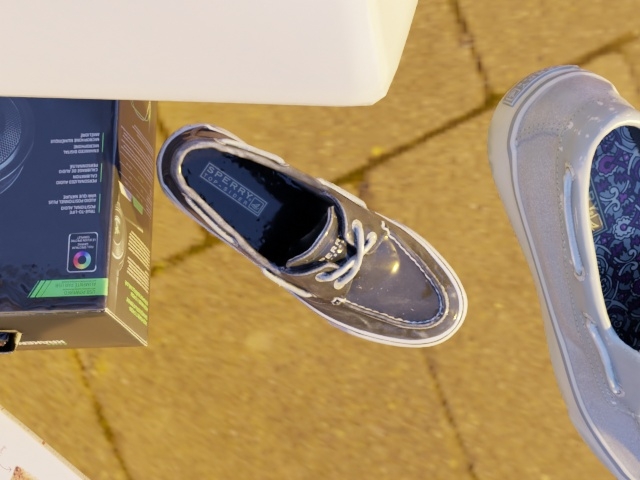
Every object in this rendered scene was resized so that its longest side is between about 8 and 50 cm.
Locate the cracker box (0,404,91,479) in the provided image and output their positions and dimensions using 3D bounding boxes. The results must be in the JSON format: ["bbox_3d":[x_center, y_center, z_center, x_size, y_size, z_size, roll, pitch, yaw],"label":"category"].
[{"bbox_3d":[-0.278,0.264,1.769,0.232,0.067,0.156,40,84,-2],"label":"cracker box"}]

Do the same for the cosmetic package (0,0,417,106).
[{"bbox_3d":[-0.123,-0.276,0.450,0.329,0.394,0.327,2,131,13],"label":"cosmetic package"}]

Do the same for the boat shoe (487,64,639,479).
[{"bbox_3d":[0.138,0.035,0.805,0.079,0.081,0.227,-31,116,-9],"label":"boat shoe"}]

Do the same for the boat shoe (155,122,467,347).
[{"bbox_3d":[0.000,0.000,1.631,0.301,0.102,0.108,35,89,-13],"label":"boat shoe"}]

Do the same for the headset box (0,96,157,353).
[{"bbox_3d":[-0.276,-0.035,1.674,0.246,0.131,0.283,-1,74,11],"label":"headset box"}]
